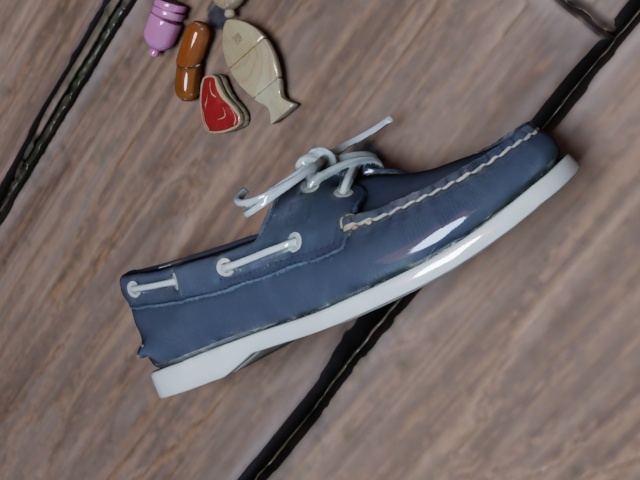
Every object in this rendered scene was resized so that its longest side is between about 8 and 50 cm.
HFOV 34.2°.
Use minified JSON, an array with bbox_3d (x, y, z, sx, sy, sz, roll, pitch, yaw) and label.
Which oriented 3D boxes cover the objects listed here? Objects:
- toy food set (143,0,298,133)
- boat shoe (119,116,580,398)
[{"bbox_3d":[-0.062,-0.111,0.574,0.078,0.019,0.122,-26,86,30],"label":"toy food set"},{"bbox_3d":[0.000,0.000,0.497,0.254,0.095,0.079,-28,88,38],"label":"boat shoe"}]
